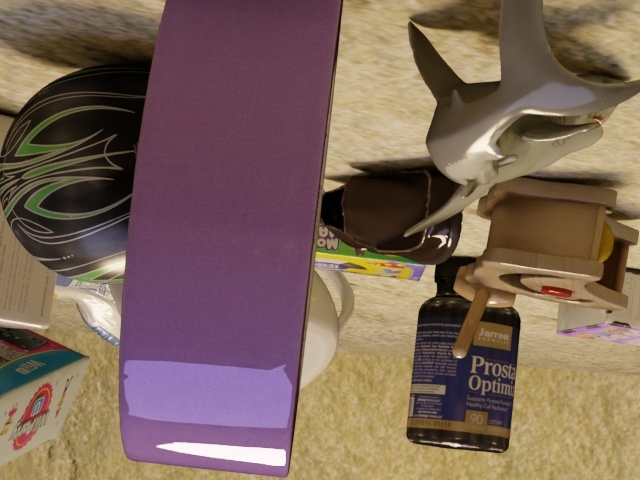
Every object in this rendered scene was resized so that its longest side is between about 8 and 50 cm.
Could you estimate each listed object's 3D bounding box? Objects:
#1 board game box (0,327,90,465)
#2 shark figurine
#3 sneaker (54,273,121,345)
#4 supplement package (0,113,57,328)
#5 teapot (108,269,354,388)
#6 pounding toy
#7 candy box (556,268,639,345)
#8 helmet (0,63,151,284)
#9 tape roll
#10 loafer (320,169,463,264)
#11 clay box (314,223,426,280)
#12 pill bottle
[{"bbox_3d":[-0.398,0.103,1.549,0.303,0.097,0.224,25,-170,9],"label":"board game box"},{"bbox_3d":[0.087,-0.086,0.954,0.166,0.116,0.278,-29,173,9],"label":"shark figurine"},{"bbox_3d":[-0.266,0.011,1.940,0.131,0.112,0.296,-34,145,10],"label":"sneaker"},{"bbox_3d":[-0.381,-0.032,1.388,0.293,0.175,0.178,14,170,-41],"label":"supplement package"},{"bbox_3d":[-0.104,0.071,1.910,0.253,0.187,0.256,-21,150,6],"label":"teapot"},{"bbox_3d":[0.209,0.043,1.513,0.154,0.154,0.269,11,172,0],"label":"pounding toy"},{"bbox_3d":[0.398,0.085,1.962,0.196,0.070,0.165,9,171,-12],"label":"candy box"},{"bbox_3d":[-0.143,-0.046,1.168,0.162,0.169,0.169,-8,174,-10],"label":"helmet"},{"bbox_3d":[-0.045,-0.012,0.912,0.090,0.274,0.275,6,172,1],"label":"tape roll"},{"bbox_3d":[0.056,-0.020,1.460,0.078,0.080,0.220,9,172,-22],"label":"loafer"},{"bbox_3d":[0.000,0.000,1.745,0.222,0.053,0.127,5,171,1],"label":"clay box"},{"bbox_3d":[0.170,0.135,1.958,0.123,0.219,0.123,6,172,1],"label":"pill bottle"}]
